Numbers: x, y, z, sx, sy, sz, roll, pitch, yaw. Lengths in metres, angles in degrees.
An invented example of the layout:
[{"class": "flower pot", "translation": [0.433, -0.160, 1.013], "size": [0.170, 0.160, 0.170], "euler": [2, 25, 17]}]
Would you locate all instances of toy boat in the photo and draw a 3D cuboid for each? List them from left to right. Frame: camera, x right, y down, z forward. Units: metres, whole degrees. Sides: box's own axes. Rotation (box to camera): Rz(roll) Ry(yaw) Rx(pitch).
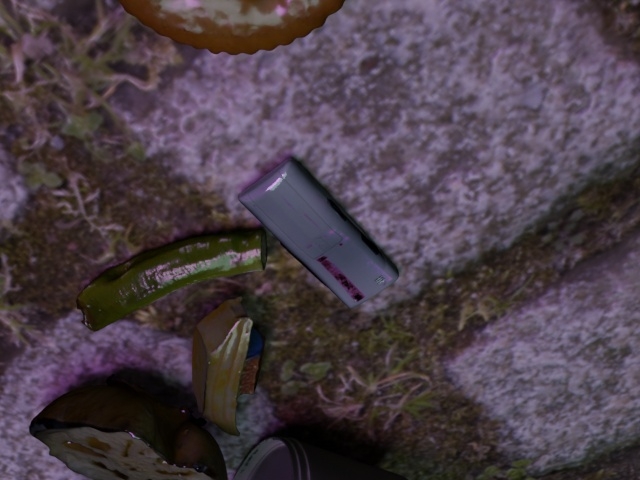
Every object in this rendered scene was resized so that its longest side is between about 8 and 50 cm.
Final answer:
[{"class": "toy boat", "translation": [-0.088, 0.127, 0.825], "size": [0.066, 0.065, 0.172], "euler": [-8, 131, -23]}]

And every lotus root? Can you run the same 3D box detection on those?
[{"class": "lotus root", "translation": [-0.175, 0.193, 0.838], "size": [0.203, 0.078, 0.183], "euler": [3, 143, 27]}]

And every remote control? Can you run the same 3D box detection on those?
[{"class": "remote control", "translation": [0.000, 0.000, 0.761], "size": [0.065, 0.029, 0.166], "euler": [-34, 120, 17]}]

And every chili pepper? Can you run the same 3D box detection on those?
[{"class": "chili pepper", "translation": [-0.141, 0.032, 0.766], "size": [0.201, 0.050, 0.052], "euler": [-20, 87, 12]}]

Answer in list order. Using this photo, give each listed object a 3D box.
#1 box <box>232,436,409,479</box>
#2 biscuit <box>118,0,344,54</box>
[{"class": "box", "translation": [-0.014, 0.327, 0.865], "size": [0.149, 0.226, 0.226], "euler": [23, 120, -18]}, {"class": "biscuit", "translation": [-0.059, -0.238, 0.574], "size": [0.220, 0.066, 0.220], "euler": [-2, 124, -3]}]
